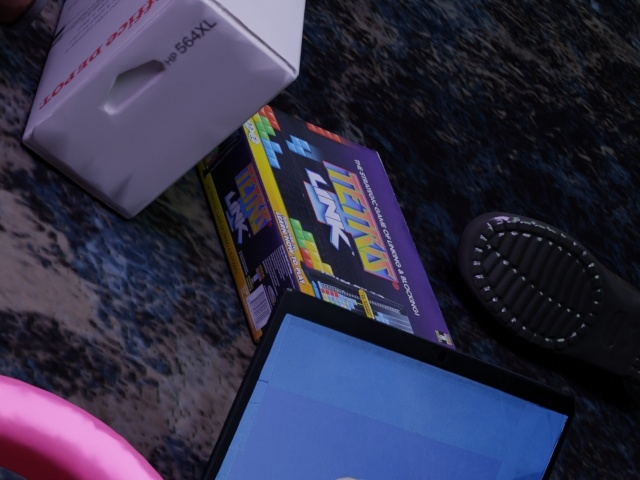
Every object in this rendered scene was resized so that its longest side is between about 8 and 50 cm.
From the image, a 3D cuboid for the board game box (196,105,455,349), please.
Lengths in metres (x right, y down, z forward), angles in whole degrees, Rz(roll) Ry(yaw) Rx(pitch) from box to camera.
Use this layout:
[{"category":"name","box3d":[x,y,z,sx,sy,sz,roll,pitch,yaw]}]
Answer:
[{"category":"board game box","box3d":[0.000,0.000,1.218,0.141,0.048,0.170,18,40,-43]}]

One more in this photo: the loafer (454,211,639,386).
[{"category":"loafer","box3d":[0.175,0.045,1.405,0.220,0.080,0.078,32,-1,-27]}]

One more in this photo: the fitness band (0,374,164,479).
[{"category":"fitness band","box3d":[-0.172,0.146,0.633,0.291,0.054,0.209,-17,58,-28]}]

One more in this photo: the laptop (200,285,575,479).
[{"category":"laptop","box3d":[0.052,0.192,0.954,0.234,0.136,0.264,22,38,-41]}]

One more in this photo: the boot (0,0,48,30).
[{"category":"boot","box3d":[-0.284,-0.244,1.069,0.280,0.096,0.264,9,54,-46]}]

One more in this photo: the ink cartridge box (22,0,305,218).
[{"category":"ink cartridge box","box3d":[-0.085,-0.130,1.150,0.086,0.148,0.203,39,30,-23]}]

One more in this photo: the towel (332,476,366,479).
[{"category":"towel","box3d":[0.015,0.318,0.626,0.320,0.090,0.374,-67,145,-57]}]
